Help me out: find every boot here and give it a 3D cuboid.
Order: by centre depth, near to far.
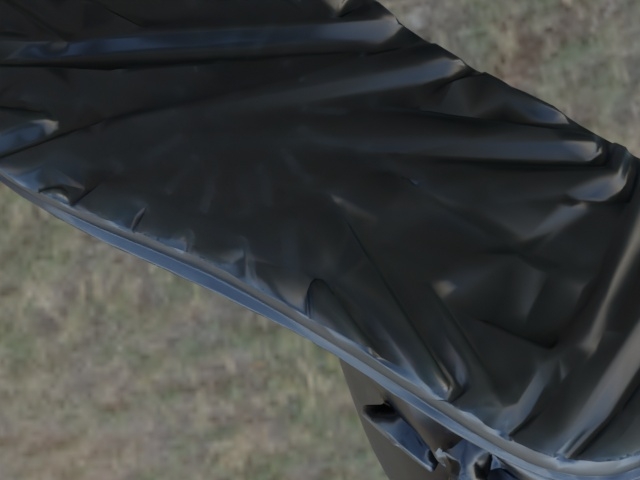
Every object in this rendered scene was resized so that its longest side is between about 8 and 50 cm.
[{"bbox_3d":[0.000,0.000,0.449,0.246,0.094,0.207,34,169,16],"label":"boot"}]
